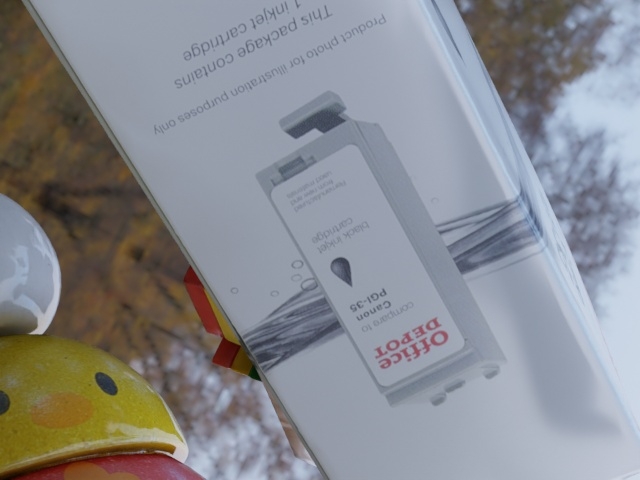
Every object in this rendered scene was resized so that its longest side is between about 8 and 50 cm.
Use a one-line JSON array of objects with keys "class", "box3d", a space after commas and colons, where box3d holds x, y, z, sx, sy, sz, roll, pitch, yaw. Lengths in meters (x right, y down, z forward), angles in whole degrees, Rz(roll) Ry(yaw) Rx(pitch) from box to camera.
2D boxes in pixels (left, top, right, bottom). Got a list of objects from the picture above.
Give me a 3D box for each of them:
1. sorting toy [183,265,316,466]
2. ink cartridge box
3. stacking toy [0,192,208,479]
[{"class": "sorting toy", "box3d": [0.000, 0.000, 1.119, 0.255, 0.089, 0.257, 75, 38, -64]}, {"class": "ink cartridge box", "box3d": [0.008, -0.046, 0.604, 0.117, 0.283, 0.207, -25, -155, 10]}, {"class": "stacking toy", "box3d": [-0.182, 0.182, 0.952, 0.350, 0.350, 0.480, -43, -117, 50]}]
